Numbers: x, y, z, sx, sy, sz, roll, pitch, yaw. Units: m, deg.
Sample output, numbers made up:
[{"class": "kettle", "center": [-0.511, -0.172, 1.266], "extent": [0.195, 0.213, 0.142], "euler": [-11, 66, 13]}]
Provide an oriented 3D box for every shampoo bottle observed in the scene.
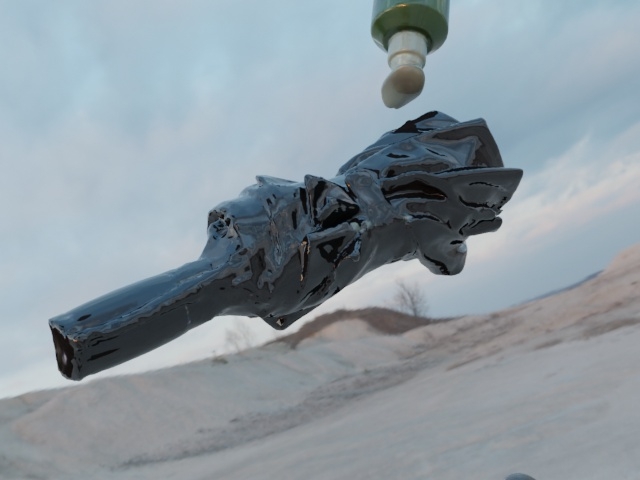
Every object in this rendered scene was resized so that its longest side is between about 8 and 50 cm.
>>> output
[{"class": "shampoo bottle", "center": [0.073, -0.202, 0.536], "extent": [0.065, 0.205, 0.065], "euler": [6, -25, 3]}]

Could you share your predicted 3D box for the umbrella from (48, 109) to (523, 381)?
[{"class": "umbrella", "center": [0.000, 0.000, 0.418], "extent": [0.340, 0.118, 0.118], "euler": [-25, -7, -40]}]

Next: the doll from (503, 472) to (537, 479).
[{"class": "doll", "center": [0.211, 0.262, 0.667], "extent": [0.078, 0.113, 0.077], "euler": [-48, -36, -39]}]
